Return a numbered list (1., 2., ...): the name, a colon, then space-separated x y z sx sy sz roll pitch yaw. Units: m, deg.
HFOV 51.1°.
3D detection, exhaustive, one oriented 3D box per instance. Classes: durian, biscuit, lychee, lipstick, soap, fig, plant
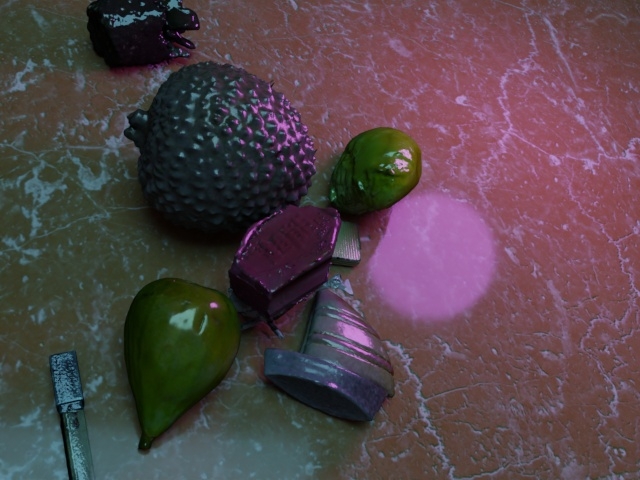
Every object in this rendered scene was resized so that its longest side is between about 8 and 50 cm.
1. durian: 0.148 -0.171 1.688 0.204 0.340 0.255 38 75 -14
2. biscuit: 0.000 0.000 1.641 0.200 0.040 0.121 8 51 -15
3. lychee: -0.221 -0.201 1.506 0.433 0.380 0.380 16 52 -18
4. lipstick: -0.449 0.356 1.228 0.051 0.051 0.312 -8 61 -25
5. soap: -0.062 0.029 1.420 0.182 0.112 0.289 37 50 27
6. fig: -0.263 0.225 1.311 0.233 0.233 0.313 -8 87 -24
7. plant: -0.474 -0.585 1.803 0.276 0.188 0.199 -27 69 -32

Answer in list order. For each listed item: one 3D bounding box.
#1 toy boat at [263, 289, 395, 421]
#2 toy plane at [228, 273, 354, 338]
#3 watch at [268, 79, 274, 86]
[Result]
1. toy boat: 0.046 0.249 1.436 0.276 0.111 0.293 35 48 9
2. toy plane: -0.069 0.120 1.448 0.273 0.107 0.182 -6 33 11
3. watch: -0.252 -0.397 1.817 0.165 0.102 0.268 29 44 5
